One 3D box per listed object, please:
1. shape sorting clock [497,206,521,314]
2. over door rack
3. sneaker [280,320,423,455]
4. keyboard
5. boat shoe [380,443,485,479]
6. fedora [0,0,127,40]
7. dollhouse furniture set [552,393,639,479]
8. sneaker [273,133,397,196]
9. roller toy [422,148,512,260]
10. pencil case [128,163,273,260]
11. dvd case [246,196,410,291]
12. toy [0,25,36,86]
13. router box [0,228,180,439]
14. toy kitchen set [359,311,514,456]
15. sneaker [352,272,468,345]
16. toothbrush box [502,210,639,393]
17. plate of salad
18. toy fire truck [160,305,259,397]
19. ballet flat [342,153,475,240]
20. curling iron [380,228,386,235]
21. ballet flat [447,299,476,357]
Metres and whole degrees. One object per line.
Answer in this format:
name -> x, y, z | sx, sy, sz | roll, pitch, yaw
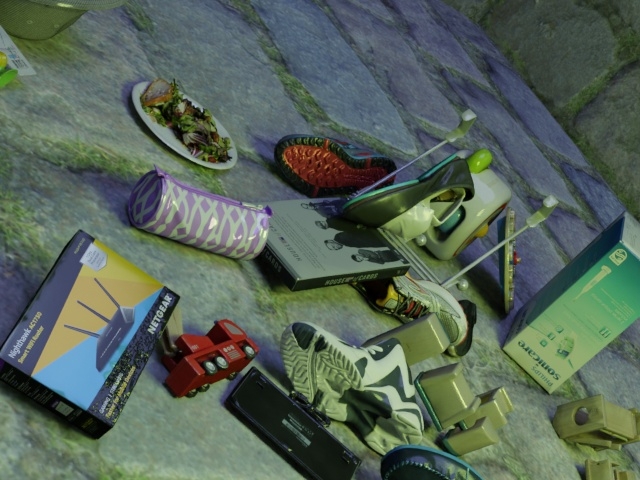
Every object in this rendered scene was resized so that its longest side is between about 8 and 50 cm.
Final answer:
shape sorting clock -> 0.362, 0.039, 1.970 | 0.206, 0.040, 0.206 | -3, 90, -78
over door rack -> 0.215, -0.043, 1.795 | 0.324, 0.108, 0.239 | -36, 74, -20
sneaker -> 0.045, 0.166, 1.371 | 0.235, 0.094, 0.153 | 37, 24, -13
keyboard -> -0.028, 0.228, 1.248 | 0.180, 0.023, 0.108 | 42, 31, -2
boat shoe -> 0.184, 0.345, 1.271 | 0.258, 0.109, 0.089 | 34, 29, -13
fedora -> -0.424, -0.384, 1.537 | 0.243, 0.124, 0.275 | 48, 33, 18
dollhouse furniture set -> 0.495, 0.369, 1.752 | 0.182, 0.101, 0.160 | 24, 54, -35
sneaker -> 0.007, -0.135, 1.841 | 0.262, 0.104, 0.125 | 13, 12, -41
roller toy -> 0.259, -0.061, 1.947 | 0.146, 0.191, 0.209 | 46, -14, 11
pencil case -> -0.159, -0.033, 1.401 | 0.206, 0.088, 0.086 | 16, 33, -42
dvd case -> 0.000, 0.000, 1.567 | 0.239, 0.029, 0.179 | -6, 43, -42
toy -> -0.497, -0.295, 1.368 | 0.237, 0.056, 0.137 | 48, 21, 2
router box -> -0.238, 0.094, 1.057 | 0.133, 0.046, 0.179 | 35, 46, -14
toy kitchen set -> 0.174, 0.205, 1.517 | 0.207, 0.122, 0.166 | 63, 25, -2
sneaker -> 0.131, 0.098, 1.638 | 0.225, 0.088, 0.093 | 35, 28, 6
toothbrush box -> 0.487, 0.109, 1.877 | 0.126, 0.295, 0.216 | 44, 23, 2
plate of salad -> -0.208, -0.190, 1.635 | 0.200, 0.048, 0.200 | 34, 25, -18
toy fire truck -> -0.167, 0.113, 1.197 | 0.135, 0.047, 0.192 | 48, 25, 14
ballet flat -> 0.158, -0.062, 1.656 | 0.280, 0.095, 0.096 | -25, 86, -38
curling iron -> 0.097, -0.099, 1.951 | 0.068, 0.035, 0.274 | 31, 27, -24
ballet flat -> 0.233, 0.152, 1.749 | 0.173, 0.049, 0.057 | -53, 137, -64
